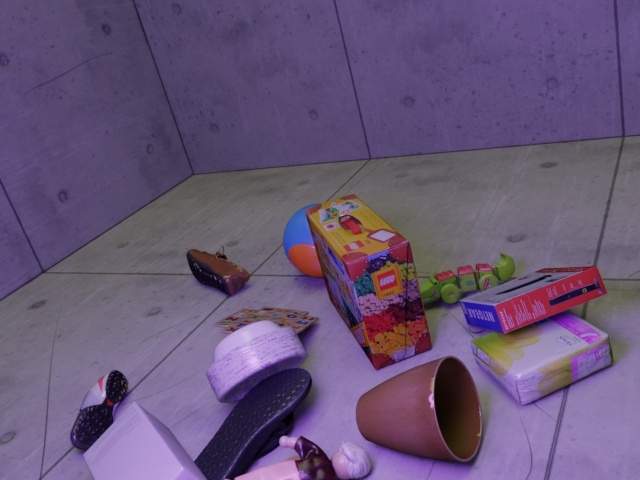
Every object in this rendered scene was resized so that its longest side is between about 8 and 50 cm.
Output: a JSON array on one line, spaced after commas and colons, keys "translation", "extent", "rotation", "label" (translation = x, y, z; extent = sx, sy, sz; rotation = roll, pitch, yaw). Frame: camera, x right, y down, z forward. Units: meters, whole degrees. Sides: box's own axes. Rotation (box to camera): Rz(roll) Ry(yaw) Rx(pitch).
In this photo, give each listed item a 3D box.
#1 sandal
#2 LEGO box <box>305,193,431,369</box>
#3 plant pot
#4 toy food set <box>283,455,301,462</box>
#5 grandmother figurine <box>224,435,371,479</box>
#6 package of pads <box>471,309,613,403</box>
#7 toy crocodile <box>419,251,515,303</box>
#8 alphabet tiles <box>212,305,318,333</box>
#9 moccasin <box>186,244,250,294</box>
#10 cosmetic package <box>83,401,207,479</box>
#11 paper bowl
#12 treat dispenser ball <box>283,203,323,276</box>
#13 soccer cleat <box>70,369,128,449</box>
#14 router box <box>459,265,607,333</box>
[{"translation": [-0.182, 0.517, 1.720], "extent": [0.167, 0.107, 0.446], "rotation": [12, 48, 45], "label": "sandal"}, {"translation": [0.140, 0.110, 2.066], "extent": [0.193, 0.372, 0.500], "rotation": [-19, 23, -8], "label": "LEGO box"}, {"translation": [0.219, 0.411, 1.560], "extent": [0.254, 0.237, 0.237], "rotation": [-16, 19, 34], "label": "plant pot"}, {"translation": [-0.062, 0.565, 1.609], "extent": [0.083, 0.020, 0.082], "rotation": [-15, 23, 1], "label": "toy food set"}, {"translation": [-0.048, 0.555, 1.528], "extent": [0.342, 0.104, 0.208], "rotation": [-15, 62, -8], "label": "grandmother figurine"}, {"translation": [0.585, 0.296, 1.715], "extent": [0.296, 0.101, 0.229], "rotation": [-21, 22, -11], "label": "package of pads"}, {"translation": [0.472, 0.129, 2.136], "extent": [0.340, 0.105, 0.115], "rotation": [-14, 13, 4], "label": "toy crocodile"}, {"translation": [-0.177, 0.269, 2.158], "extent": [0.285, 0.011, 0.342], "rotation": [4, 8, 18], "label": "alphabet tiles"}, {"translation": [-0.435, 0.110, 2.720], "extent": [0.147, 0.139, 0.380], "rotation": [-30, 27, -32], "label": "moccasin"}, {"translation": [-0.420, 0.573, 1.580], "extent": [0.197, 0.155, 0.365], "rotation": [-46, 33, -13], "label": "cosmetic package"}, {"translation": [-0.192, 0.335, 1.862], "extent": [0.284, 0.148, 0.284], "rotation": [-26, -19, -9], "label": "paper bowl"}, {"translation": [0.000, 0.000, 2.505], "extent": [0.288, 0.288, 0.288], "rotation": [-13, 23, 6], "label": "treat dispenser ball"}, {"translation": [-0.699, 0.533, 2.004], "extent": [0.116, 0.108, 0.318], "rotation": [-32, 21, 20], "label": "soccer cleat"}, {"translation": [0.591, 0.163, 1.855], "extent": [0.301, 0.082, 0.335], "rotation": [-20, -2, -5], "label": "router box"}]
